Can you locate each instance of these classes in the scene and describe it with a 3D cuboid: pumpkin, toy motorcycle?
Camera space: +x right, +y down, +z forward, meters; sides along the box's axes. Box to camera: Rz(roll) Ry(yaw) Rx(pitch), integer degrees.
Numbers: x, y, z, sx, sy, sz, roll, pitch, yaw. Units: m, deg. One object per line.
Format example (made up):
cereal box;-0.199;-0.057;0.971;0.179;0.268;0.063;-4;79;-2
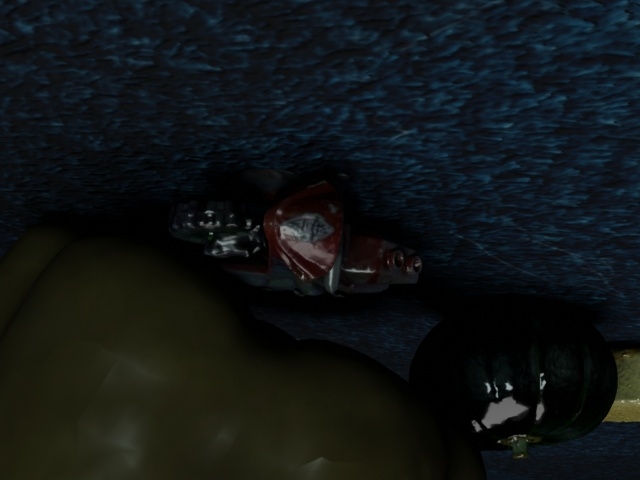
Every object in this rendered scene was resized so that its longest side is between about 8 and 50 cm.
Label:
pumpkin;0.182;0.136;0.886;0.202;0.140;0.202;-2;156;-1
toy motorcycle;0.000;-0.001;0.653;0.122;0.082;0.213;4;172;38

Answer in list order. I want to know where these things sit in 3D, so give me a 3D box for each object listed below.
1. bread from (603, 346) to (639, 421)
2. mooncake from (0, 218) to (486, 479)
bread;0.306;0.164;1.053;0.188;0.068;0.125;-10;156;39
mooncake;-0.089;0.182;0.766;0.467;0.262;0.467;25;167;6
